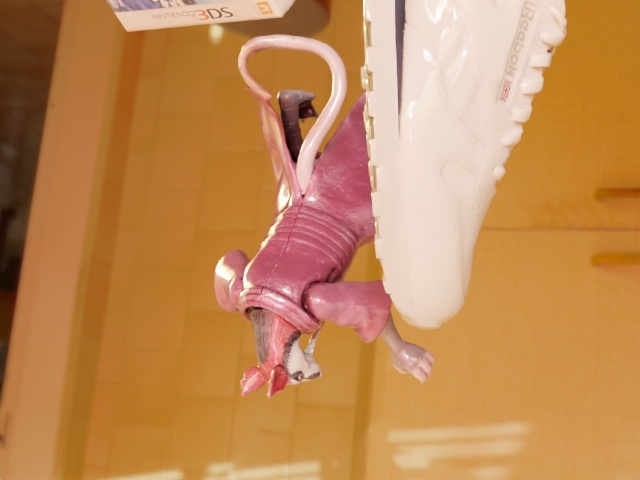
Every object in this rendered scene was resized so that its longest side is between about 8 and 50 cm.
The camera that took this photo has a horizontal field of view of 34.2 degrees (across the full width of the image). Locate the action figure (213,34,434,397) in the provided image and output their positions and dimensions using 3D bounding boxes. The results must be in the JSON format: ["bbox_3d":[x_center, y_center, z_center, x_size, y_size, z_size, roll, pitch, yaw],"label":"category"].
[{"bbox_3d":[0.000,0.000,1.115,0.248,0.370,0.276,5,143,21],"label":"action figure"}]

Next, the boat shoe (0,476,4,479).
[{"bbox_3d":[-0.317,0.160,0.666,0.227,0.081,0.079,25,139,-22],"label":"boat shoe"}]

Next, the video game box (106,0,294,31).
[{"bbox_3d":[-0.136,-0.265,0.842,0.187,0.048,0.205,1,139,36],"label":"video game box"}]

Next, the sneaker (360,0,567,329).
[{"bbox_3d":[0.065,-0.076,0.466,0.094,0.235,0.090,0,-175,-2],"label":"sneaker"}]
